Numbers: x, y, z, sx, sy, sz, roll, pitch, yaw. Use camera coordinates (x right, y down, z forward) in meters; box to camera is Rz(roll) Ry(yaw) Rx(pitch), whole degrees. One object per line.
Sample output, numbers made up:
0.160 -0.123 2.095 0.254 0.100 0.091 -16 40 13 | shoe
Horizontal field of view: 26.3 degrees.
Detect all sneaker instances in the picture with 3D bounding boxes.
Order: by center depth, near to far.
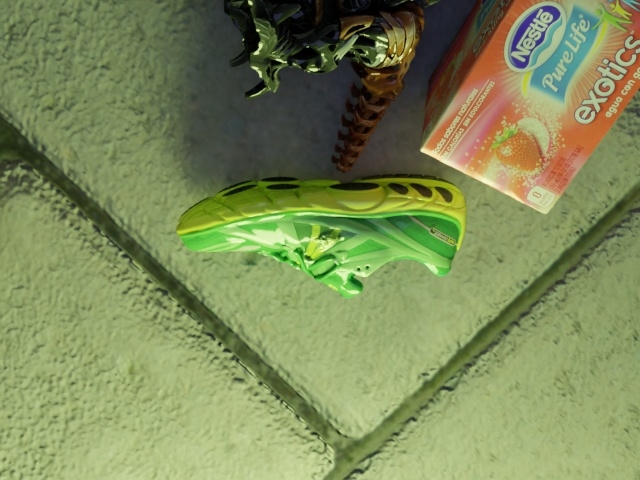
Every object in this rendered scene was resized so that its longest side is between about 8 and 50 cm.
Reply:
0.000 0.000 1.381 0.296 0.109 0.123 -1 105 2 | sneaker

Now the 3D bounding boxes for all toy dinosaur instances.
0.027 -0.216 1.308 0.219 0.164 0.321 -6 101 -13 | toy dinosaur

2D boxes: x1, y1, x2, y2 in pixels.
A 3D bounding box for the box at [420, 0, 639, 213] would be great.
0.226 -0.198 1.261 0.142 0.154 0.300 26 123 -9 | box
